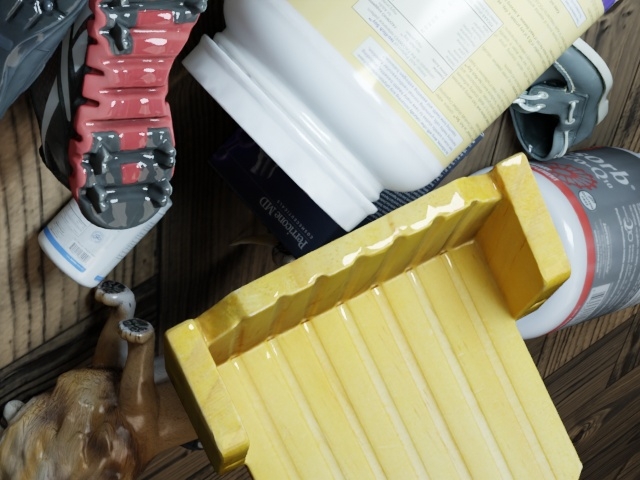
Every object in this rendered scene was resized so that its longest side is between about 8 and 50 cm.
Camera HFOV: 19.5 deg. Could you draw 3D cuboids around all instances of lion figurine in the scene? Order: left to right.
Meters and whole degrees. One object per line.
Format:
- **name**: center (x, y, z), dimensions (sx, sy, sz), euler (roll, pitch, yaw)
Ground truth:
- **lion figurine**: center (-0.137, 0.150, 1.866), dimensions (0.392, 0.142, 0.240), euler (-8, 122, -30)

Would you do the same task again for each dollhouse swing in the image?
- **dollhouse swing**: center (0.079, 0.157, 1.675), dimensions (0.347, 0.305, 0.315), euler (-26, 171, -9)

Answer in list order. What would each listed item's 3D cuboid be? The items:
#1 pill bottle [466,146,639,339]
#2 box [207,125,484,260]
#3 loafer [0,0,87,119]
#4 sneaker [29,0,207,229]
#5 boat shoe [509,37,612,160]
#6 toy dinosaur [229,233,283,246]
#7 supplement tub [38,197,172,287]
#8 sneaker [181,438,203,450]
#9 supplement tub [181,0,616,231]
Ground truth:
- **pill bottle**: center (0.320, -0.007, 2.300), dimensions (0.363, 0.210, 0.210), euler (-12, 141, -51)
- **box**: center (0.024, -0.087, 1.771), dimensions (0.207, 0.153, 0.108), euler (-47, 156, 7)
- **loafer**: center (-0.228, -0.159, 1.371), dimensions (0.223, 0.076, 0.078), euler (-55, -169, 10)
- **sneaker**: center (-0.163, -0.154, 1.441), dimensions (0.098, 0.135, 0.276), euler (-3, 112, -40)
- **boat shoe**: center (0.248, -0.166, 2.043), dimensions (0.099, 0.116, 0.319), euler (-47, 162, -2)
- **toy dinosaur**: center (0.000, 0.000, 1.960), dimensions (0.183, 0.053, 0.092), euler (20, 90, -38)
- **supplement tub**: center (-0.191, -0.017, 1.650), dimensions (0.107, 0.071, 0.071), euler (-46, 156, 5)
- **sneaker**: center (-0.146, 0.202, 2.099), dimensions (0.084, 0.058, 0.152), euler (-60, 159, 15)
- **supplement tub**: center (0.071, -0.193, 1.562), dimensions (0.331, 0.241, 0.241), euler (-44, 156, 1)
